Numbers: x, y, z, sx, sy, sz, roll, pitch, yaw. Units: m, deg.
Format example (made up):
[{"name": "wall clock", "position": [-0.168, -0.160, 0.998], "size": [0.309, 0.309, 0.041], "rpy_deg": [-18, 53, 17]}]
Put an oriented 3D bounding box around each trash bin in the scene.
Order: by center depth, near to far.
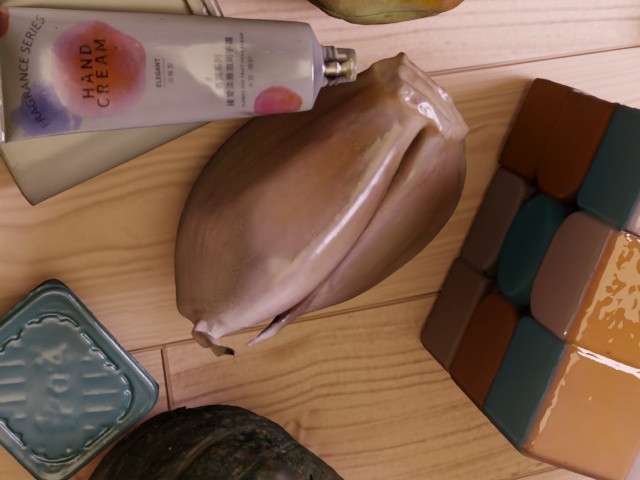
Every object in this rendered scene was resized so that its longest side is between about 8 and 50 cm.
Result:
[{"name": "trash bin", "position": [-0.218, -0.186, 1.221], "size": [0.247, 0.121, 0.243], "rpy_deg": [-27, 111, -8]}]

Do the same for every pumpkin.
[{"name": "pumpkin", "position": [-0.081, 0.320, 1.308], "size": [0.257, 0.291, 0.328], "rpy_deg": [-52, 125, -22]}]

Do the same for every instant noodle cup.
[{"name": "instant noodle cup", "position": [-0.274, 0.139, 1.309], "size": [0.157, 0.070, 0.179], "rpy_deg": [-40, 113, -4]}]

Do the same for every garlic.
[{"name": "garlic", "position": [0.000, 0.000, 1.280], "size": [0.231, 0.246, 0.340], "rpy_deg": [45, 71, -34]}]

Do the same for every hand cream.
[{"name": "hand cream", "position": [-0.135, -0.153, 1.159], "size": [0.340, 0.078, 0.124], "rpy_deg": [-3, 107, -8]}]

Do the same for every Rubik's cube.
[{"name": "Rubik's cube", "position": [0.355, 0.060, 1.334], "size": [0.347, 0.346, 0.344], "rpy_deg": [22, 99, -15]}]

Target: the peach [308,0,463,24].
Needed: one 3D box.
[{"name": "peach", "position": [0.060, -0.325, 1.231], "size": [0.214, 0.214, 0.236], "rpy_deg": [-13, 101, -15]}]
